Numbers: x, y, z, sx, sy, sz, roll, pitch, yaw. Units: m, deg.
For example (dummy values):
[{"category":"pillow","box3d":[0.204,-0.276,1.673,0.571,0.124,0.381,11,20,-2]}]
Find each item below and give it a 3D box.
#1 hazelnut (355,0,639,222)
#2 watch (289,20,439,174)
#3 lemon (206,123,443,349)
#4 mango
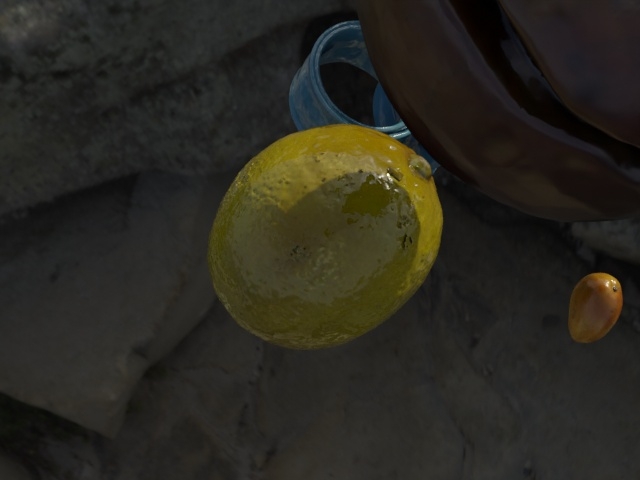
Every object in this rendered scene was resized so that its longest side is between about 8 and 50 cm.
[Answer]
[{"category":"hazelnut","box3d":[0.214,-0.217,0.829,0.402,0.402,0.429,34,61,18]},{"category":"watch","box3d":[0.066,-0.177,1.379,0.193,0.211,0.211,-3,67,-23]},{"category":"lemon","box3d":[0.003,-0.003,1.169,0.236,0.236,0.263,34,101,18]},{"category":"mango","box3d":[0.301,0.077,1.197,0.046,0.089,0.060,-6,42,-32]}]
